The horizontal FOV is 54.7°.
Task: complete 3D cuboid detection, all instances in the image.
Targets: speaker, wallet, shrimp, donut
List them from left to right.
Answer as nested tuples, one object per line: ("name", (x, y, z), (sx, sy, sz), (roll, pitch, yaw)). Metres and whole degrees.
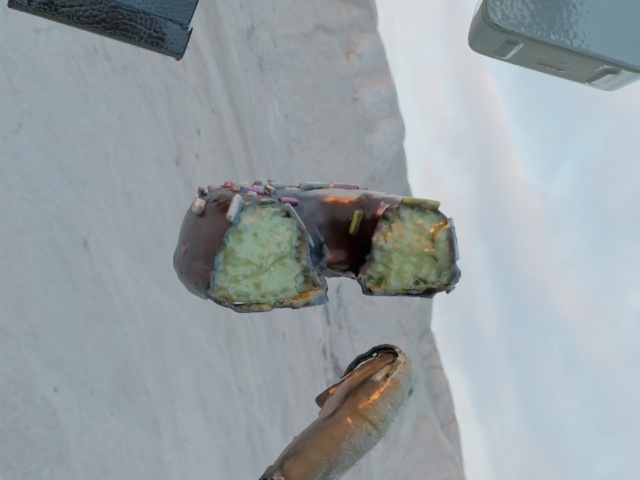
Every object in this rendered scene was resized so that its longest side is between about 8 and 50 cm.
("wallet", (-0.261, -0.324, 0.789), (0.039, 0.243, 0.133), (29, -74, 38))
("donut", (-0.013, -0.005, 0.778), (0.259, 0.344, 0.136), (-148, -117, -66))
("shrimp", (-0.008, 0.202, 0.572), (0.066, 0.262, 0.117), (49, -6, -1))
("speaker", (0.539, -0.468, 1.373), (0.184, 0.405, 0.183), (109, -3, -87))
